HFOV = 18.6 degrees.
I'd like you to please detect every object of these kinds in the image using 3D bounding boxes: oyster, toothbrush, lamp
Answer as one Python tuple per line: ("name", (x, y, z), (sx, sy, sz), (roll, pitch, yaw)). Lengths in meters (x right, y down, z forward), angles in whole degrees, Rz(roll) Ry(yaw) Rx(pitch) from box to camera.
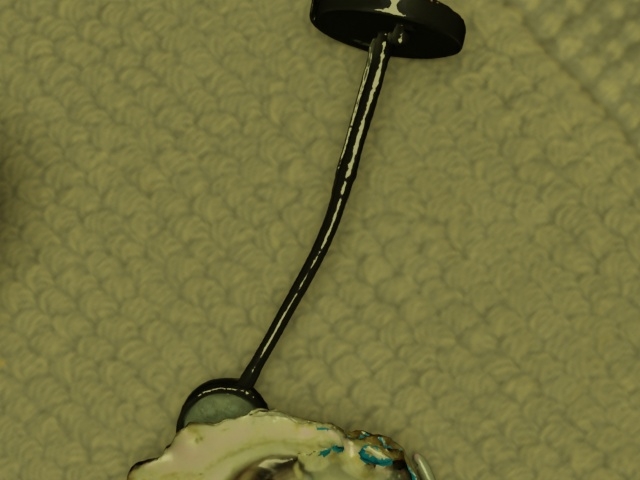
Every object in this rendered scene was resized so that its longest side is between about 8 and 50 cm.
("oyster", (-0.026, 0.211, 1.393), (0.214, 0.083, 0.223), (-45, 85, 1))
("toothbrush", (0.108, 0.227, 1.427), (0.017, 0.014, 0.162), (-24, 85, -19))
("lamp", (-0.003, -0.011, 1.434), (0.130, 0.108, 0.371), (14, 101, -9))
